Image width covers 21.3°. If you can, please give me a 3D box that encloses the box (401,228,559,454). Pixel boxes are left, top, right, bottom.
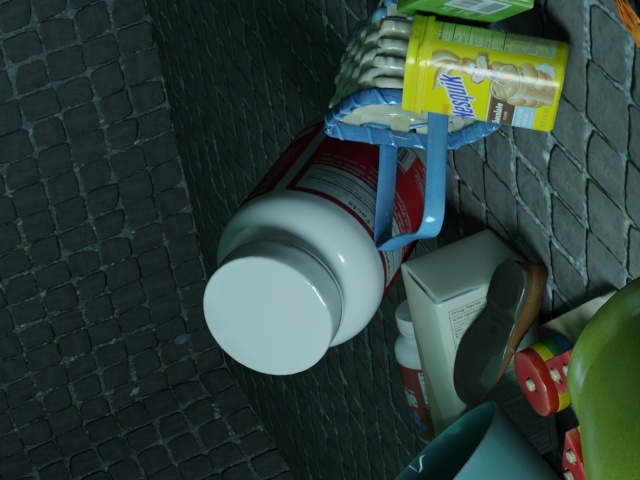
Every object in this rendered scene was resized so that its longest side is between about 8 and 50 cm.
[{"bbox_3d":[0.217,0.158,2.293,0.121,0.148,0.311,-131,25,-55],"label":"box"}]

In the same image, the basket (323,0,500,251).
[{"bbox_3d":[0.112,-0.138,2.053,0.255,0.201,0.289,162,117,-76],"label":"basket"}]

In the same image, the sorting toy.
[{"bbox_3d":[0.333,0.213,2.057,0.257,0.089,0.255,66,166,6],"label":"sorting toy"}]

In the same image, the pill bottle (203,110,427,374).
[{"bbox_3d":[0.000,0.000,2.278,0.408,0.229,0.229,-55,-45,-54],"label":"pill bottle"}]

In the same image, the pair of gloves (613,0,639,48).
[{"bbox_3d":[0.307,-0.232,1.642,0.074,0.010,0.083,66,163,13],"label":"pair of gloves"}]

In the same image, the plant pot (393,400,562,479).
[{"bbox_3d":[0.203,0.385,2.123,0.235,0.293,0.293,43,166,-3],"label":"plant pot"}]

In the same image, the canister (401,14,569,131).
[{"bbox_3d":[0.179,-0.181,1.860,0.126,0.170,0.073,90,-168,-61],"label":"canister"}]

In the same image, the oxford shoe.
[{"bbox_3d":[0.236,0.121,2.165,0.076,0.076,0.212,44,121,36],"label":"oxford shoe"}]

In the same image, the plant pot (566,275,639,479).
[{"bbox_3d":[0.378,0.202,1.447,0.353,0.366,0.366,-110,8,-47],"label":"plant pot"}]

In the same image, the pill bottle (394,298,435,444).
[{"bbox_3d":[0.178,0.191,2.532,0.121,0.121,0.216,40,149,61],"label":"pill bottle"}]

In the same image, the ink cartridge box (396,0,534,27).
[{"bbox_3d":[0.170,-0.368,1.802,0.189,0.097,0.255,180,100,-75],"label":"ink cartridge box"}]
